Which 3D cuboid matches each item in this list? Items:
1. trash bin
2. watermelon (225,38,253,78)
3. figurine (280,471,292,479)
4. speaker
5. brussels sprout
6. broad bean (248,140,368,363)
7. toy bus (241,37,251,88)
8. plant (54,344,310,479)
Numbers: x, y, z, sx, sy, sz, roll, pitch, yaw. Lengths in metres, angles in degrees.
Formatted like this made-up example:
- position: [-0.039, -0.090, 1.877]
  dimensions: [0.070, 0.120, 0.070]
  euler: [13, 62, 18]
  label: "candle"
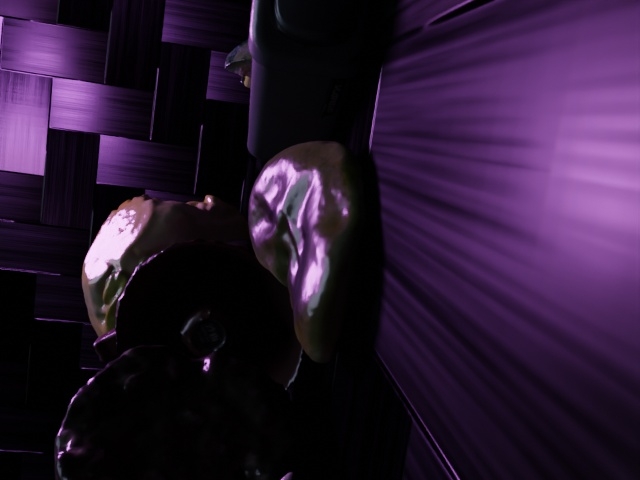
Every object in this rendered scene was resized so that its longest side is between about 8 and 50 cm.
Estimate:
- position: [-0.016, -0.193, 0.639]
  dimensions: [0.236, 0.101, 0.176]
  euler: [112, 161, -66]
  label: "trash bin"
- position: [-0.053, -0.269, 1.105]
  dimensions: [0.158, 0.121, 0.097]
  euler: [51, -141, -32]
  label: "watermelon"
- position: [-0.020, 0.205, 0.344]
  dimensions: [0.137, 0.112, 0.229]
  euler: [-102, 33, -48]
  label: "figurine"
- position: [-0.142, 0.107, 0.842]
  dimensions: [0.259, 0.198, 0.329]
  euler: [-52, 6, 1]
  label: "speaker"
- position: [-0.235, 0.080, 1.124]
  dimensions: [0.344, 0.268, 0.343]
  euler: [8, -100, -60]
  label: "brussels sprout"
- position: [-0.003, 0.000, 0.542]
  dimensions: [0.206, 0.072, 0.153]
  euler: [-125, 39, -59]
  label: "broad bean"
- position: [-0.093, -0.344, 1.258]
  dimensions: [0.175, 0.088, 0.101]
  euler: [131, 143, -72]
  label: "toy bus"
- position: [-0.129, 0.264, 0.627]
  dimensions: [0.215, 0.213, 0.312]
  euler: [-96, 17, -47]
  label: "plant"
